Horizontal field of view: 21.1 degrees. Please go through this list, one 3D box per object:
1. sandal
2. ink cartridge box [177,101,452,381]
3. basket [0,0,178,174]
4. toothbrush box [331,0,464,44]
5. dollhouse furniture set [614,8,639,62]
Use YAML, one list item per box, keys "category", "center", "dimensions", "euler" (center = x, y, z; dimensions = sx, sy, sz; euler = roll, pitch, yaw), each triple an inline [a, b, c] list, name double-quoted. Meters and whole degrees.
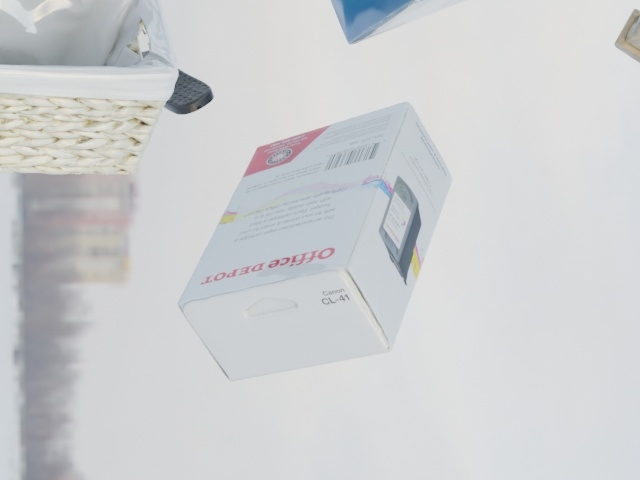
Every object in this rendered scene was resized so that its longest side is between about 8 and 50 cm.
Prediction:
- category: "sandal"
  center: [-0.175, -0.169, 1.934]
  dimensions: [0.179, 0.067, 0.040]
  euler: [36, -26, 50]
- category: "ink cartridge box"
  center: [0.000, 0.000, 1.956]
  dimensions: [0.131, 0.226, 0.306]
  euler: [58, 35, -30]
- category: "basket"
  center: [-0.191, -0.111, 1.133]
  dimensions: [0.103, 0.167, 0.113]
  euler: [111, -29, -43]
- category: "toothbrush box"
  center: [0.068, -0.281, 0.887]
  dimensions: [0.295, 0.216, 0.126]
  euler: [67, -16, -3]
- category: "dollhouse furniture set"
  center: [0.307, -0.335, 1.864]
  dimensions: [0.303, 0.355, 0.174]
  euler: [-60, -173, -17]
